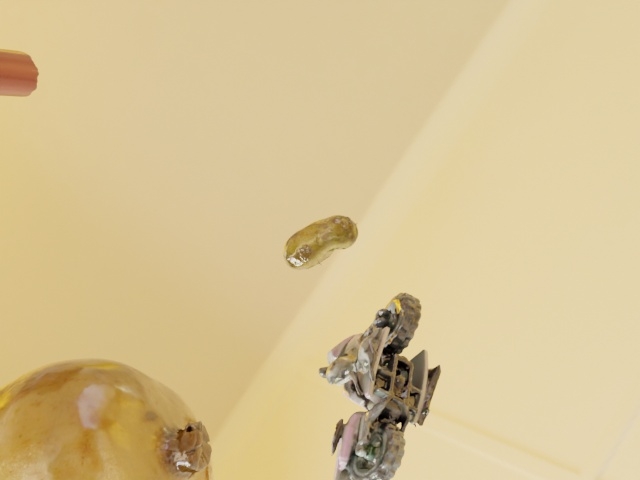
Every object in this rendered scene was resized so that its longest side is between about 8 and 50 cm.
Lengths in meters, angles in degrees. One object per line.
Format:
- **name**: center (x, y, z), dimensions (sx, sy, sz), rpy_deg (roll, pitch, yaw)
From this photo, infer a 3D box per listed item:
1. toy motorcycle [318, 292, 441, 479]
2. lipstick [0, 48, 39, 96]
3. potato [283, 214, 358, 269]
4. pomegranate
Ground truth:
- **toy motorcycle**: center (0.075, 0.235, 1.733), dimensions (0.188, 0.143, 0.327), rpy_deg (-36, -148, 44)
- **lipstick**: center (-0.491, -0.233, 1.574), dimensions (0.073, 0.073, 0.280), rpy_deg (-36, 171, 21)
- **potato**: center (0.000, 0.000, 1.309), dimensions (0.092, 0.045, 0.046), rpy_deg (-29, -162, 8)
- **pomegranate**: center (-0.265, 0.269, 1.312), dimensions (0.307, 0.307, 0.307), rpy_deg (-33, -148, 25)
